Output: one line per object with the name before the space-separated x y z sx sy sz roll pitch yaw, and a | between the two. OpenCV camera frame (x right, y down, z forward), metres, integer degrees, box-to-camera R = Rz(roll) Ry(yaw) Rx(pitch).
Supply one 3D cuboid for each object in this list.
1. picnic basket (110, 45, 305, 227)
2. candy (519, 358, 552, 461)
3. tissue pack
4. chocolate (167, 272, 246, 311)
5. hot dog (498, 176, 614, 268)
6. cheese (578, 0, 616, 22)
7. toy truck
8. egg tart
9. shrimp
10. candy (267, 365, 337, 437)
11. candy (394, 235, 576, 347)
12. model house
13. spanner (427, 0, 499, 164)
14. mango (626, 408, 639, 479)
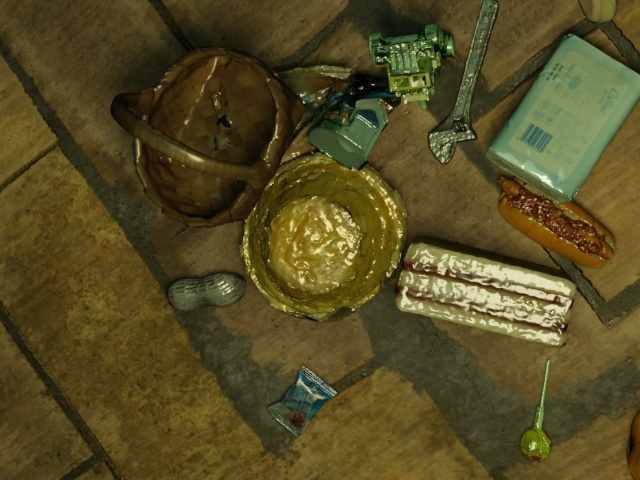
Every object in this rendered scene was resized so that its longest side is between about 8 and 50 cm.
picnic basket | -0.220 -0.183 1.719 0.293 0.337 0.337 33 100 16
candy | 0.416 0.319 1.828 0.058 0.062 0.193 6 84 56
tissue pack | 0.441 -0.217 1.748 0.177 0.089 0.263 33 84 9
chocolate | -0.228 0.103 1.946 0.167 0.072 0.072 -8 91 13
hot dog | 0.427 -0.036 1.788 0.249 0.076 0.102 36 103 8
cheese | 0.488 -0.475 1.745 0.048 0.092 0.171 -20 96 -2
toy truck | 0.171 -0.309 1.737 0.128 0.259 0.135 -5 92 13
egg tart | -0.001 0.001 1.843 0.342 0.132 0.341 2 101 8
shrimp | -0.063 -0.225 1.880 0.446 0.110 0.221 -16 95 17
candy | -0.040 0.322 1.934 0.088 0.038 0.136 38 108 -5
candy | 0.298 0.088 1.770 0.321 0.179 0.135 13 96 12
model house | 0.069 -0.219 1.757 0.119 0.148 0.148 36 75 -3
spanner | 0.278 -0.299 1.836 0.093 0.026 0.325 16 95 12
mango | 0.692 0.347 1.703 0.317 0.173 0.211 -19 89 6
